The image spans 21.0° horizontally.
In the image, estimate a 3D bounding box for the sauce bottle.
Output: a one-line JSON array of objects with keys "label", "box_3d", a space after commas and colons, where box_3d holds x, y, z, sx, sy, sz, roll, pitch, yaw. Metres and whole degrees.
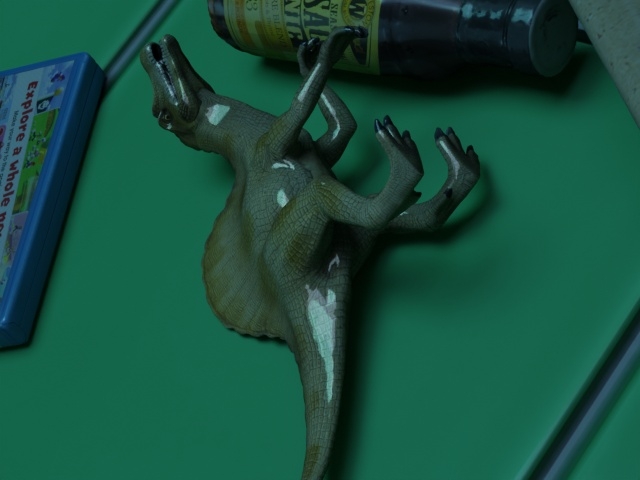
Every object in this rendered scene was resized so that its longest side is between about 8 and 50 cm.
[{"label": "sauce bottle", "box_3d": [0.021, -0.073, 0.544, 0.128, 0.042, 0.042, 11, 62, 40]}]

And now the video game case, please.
[{"label": "video game case", "box_3d": [-0.162, -0.005, 0.628, 0.166, 0.015, 0.119, -10, 50, 27]}]

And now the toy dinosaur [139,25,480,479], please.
[{"label": "toy dinosaur", "box_3d": [0.000, 0.000, 0.506, 0.093, 0.053, 0.183, -40, 50, 24]}]

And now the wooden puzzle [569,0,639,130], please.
[{"label": "wooden puzzle", "box_3d": [0.200, -0.171, 0.490, 0.322, 0.080, 0.347, -29, 49, 11]}]
